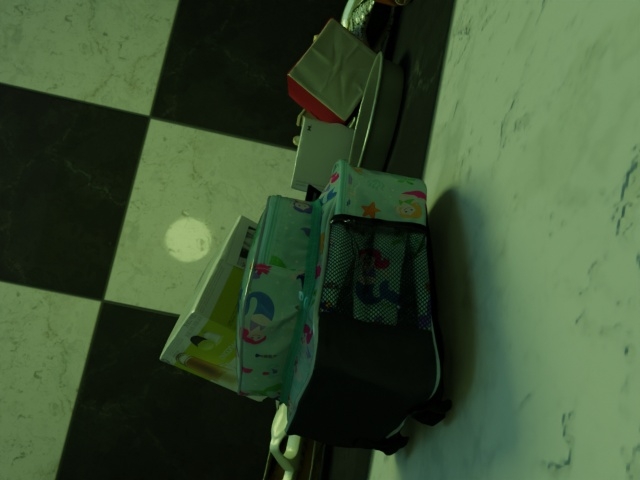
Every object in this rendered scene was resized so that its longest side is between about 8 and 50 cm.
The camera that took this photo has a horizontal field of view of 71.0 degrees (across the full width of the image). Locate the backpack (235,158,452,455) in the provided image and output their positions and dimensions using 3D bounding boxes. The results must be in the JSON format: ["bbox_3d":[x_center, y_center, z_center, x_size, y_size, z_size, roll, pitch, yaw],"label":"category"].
[{"bbox_3d":[0.020,0.049,0.449,0.225,0.191,0.253,105,-179,-50],"label":"backpack"}]

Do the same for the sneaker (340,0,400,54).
[{"bbox_3d":[0.163,-0.638,1.090,0.182,0.158,0.410,-107,21,-47],"label":"sneaker"}]

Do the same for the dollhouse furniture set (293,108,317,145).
[{"bbox_3d":[0.037,-0.505,1.483,0.355,0.174,0.303,107,-170,-53],"label":"dollhouse furniture set"}]

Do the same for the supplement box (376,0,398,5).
[{"bbox_3d":[0.162,-0.639,0.958,0.078,0.080,0.233,-17,-51,-55],"label":"supplement box"}]

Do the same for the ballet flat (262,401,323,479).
[{"bbox_3d":[-0.057,0.405,0.784,0.123,0.123,0.348,107,177,-58],"label":"ballet flat"}]

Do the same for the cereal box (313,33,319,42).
[{"bbox_3d":[0.079,-0.640,1.537,0.047,0.240,0.173,62,158,21],"label":"cereal box"}]

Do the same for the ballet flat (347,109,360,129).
[{"bbox_3d":[0.063,-0.270,1.419,0.139,0.139,0.400,-82,6,-53],"label":"ballet flat"}]

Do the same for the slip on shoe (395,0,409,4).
[{"bbox_3d":[0.188,-0.568,0.939,0.041,0.051,0.135,-63,-16,-52],"label":"slip on shoe"}]

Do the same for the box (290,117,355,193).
[{"bbox_3d":[0.025,-0.205,1.172,0.119,0.181,0.182,-115,37,-85],"label":"box"}]

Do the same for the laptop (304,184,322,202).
[{"bbox_3d":[-0.001,0.032,1.158,0.264,0.136,0.234,109,173,-65],"label":"laptop"}]

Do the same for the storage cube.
[{"bbox_3d":[0.038,-0.418,1.174,0.183,0.215,0.193,-51,5,1],"label":"storage cube"}]

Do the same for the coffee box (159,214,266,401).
[{"bbox_3d":[-0.201,0.208,1.298,0.337,0.334,0.338,-46,20,45],"label":"coffee box"}]

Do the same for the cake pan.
[{"bbox_3d":[0.111,-0.239,0.947,0.293,0.054,0.293,-168,90,-87],"label":"cake pan"}]

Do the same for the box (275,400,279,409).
[{"bbox_3d":[-0.081,0.441,1.364,0.322,0.058,0.232,-135,57,-74],"label":"box"}]
